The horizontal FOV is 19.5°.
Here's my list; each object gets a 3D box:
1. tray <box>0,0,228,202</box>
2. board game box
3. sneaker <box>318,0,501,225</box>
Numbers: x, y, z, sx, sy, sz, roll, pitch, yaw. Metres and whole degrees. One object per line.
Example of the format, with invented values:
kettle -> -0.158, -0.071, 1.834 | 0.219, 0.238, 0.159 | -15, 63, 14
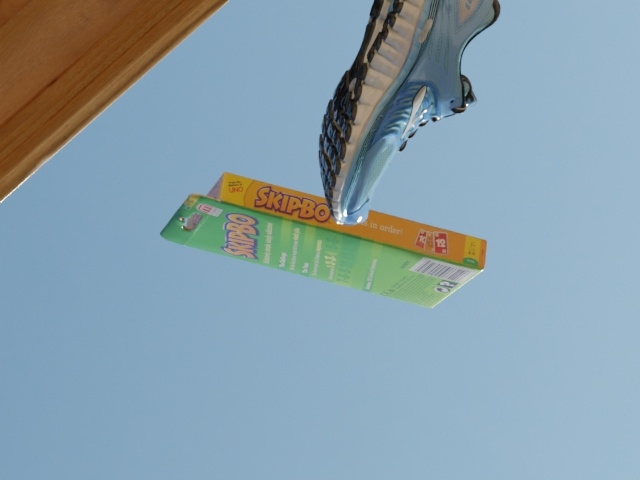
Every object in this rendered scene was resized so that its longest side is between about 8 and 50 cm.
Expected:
tray -> -0.193, -0.182, 1.240 | 0.076, 0.411, 0.203 | 38, 168, 51
board game box -> 0.000, 0.000, 1.600 | 0.259, 0.124, 0.039 | 12, -111, -15
sneaker -> 0.049, -0.073, 1.016 | 0.073, 0.162, 0.063 | 17, -152, -16
